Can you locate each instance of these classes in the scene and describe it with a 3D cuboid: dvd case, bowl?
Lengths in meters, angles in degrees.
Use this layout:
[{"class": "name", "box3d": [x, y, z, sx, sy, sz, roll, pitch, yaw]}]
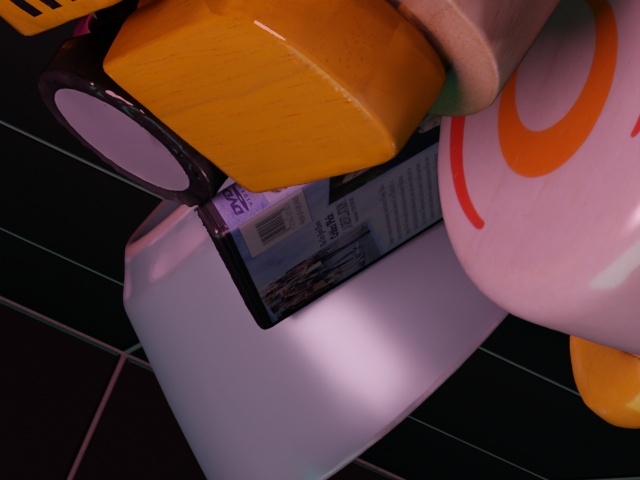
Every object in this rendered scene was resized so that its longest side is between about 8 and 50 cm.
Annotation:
[{"class": "dvd case", "box3d": [0.062, -0.049, 0.922, 0.022, 0.253, 0.180, 56, 175, 16]}, {"class": "bowl", "box3d": [0.000, 0.000, 1.138, 0.163, 0.311, 0.311, 46, 162, -8]}]

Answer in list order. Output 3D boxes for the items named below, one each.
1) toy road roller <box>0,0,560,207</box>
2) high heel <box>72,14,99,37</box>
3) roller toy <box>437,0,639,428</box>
[{"class": "toy road roller", "box3d": [-0.049, -0.162, 0.728, 0.240, 0.202, 0.329, 40, 162, -20]}, {"class": "high heel", "box3d": [-0.114, -0.157, 1.146, 0.117, 0.082, 0.244, 63, 165, -20]}, {"class": "roller toy", "box3d": [0.152, -0.044, 0.739, 0.146, 0.209, 0.191, 17, 152, -26]}]
